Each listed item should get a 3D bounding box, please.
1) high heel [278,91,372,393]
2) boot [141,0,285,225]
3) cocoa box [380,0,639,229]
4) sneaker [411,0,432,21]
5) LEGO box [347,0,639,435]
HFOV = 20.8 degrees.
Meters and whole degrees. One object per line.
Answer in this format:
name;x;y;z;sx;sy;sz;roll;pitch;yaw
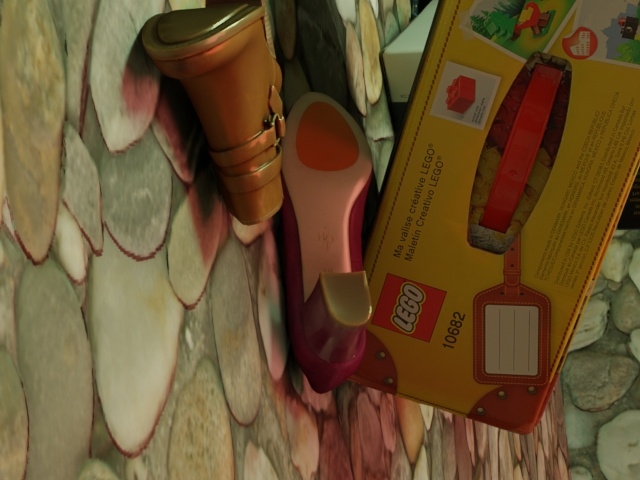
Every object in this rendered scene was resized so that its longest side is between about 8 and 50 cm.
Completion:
high heel;0.000;0.000;1.424;0.117;0.082;0.244;112;-30;-53
boot;-0.060;-0.083;1.173;0.197;0.073;0.152;-44;130;-70
cocoa box;0.280;-0.154;1.969;0.231;0.347;0.228;-50;134;-55
sneaker;0.132;-0.255;2.142;0.058;0.052;0.135;39;37;-58
LEGO box;0.185;-0.147;1.545;0.372;0.193;0.500;-71;178;-62
